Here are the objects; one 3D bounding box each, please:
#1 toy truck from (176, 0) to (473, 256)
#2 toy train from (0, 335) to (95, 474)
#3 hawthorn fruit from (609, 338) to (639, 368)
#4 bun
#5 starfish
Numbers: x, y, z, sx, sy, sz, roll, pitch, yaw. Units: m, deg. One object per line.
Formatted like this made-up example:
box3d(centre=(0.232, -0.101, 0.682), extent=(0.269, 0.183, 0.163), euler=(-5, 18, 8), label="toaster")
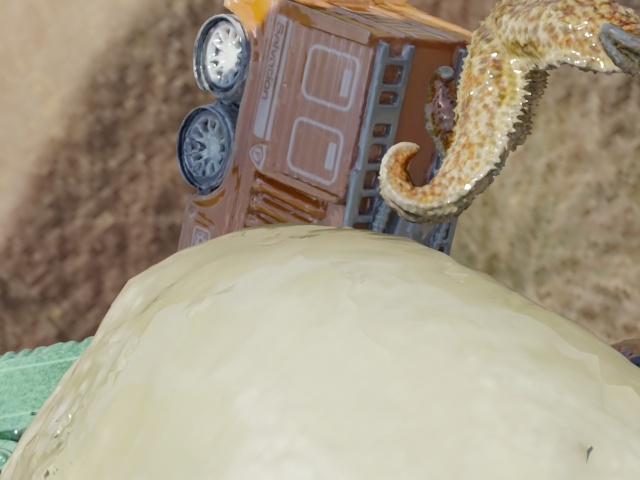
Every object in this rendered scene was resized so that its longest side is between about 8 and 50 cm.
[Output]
box3d(centre=(0.000, 0.000, 1.528), extent=(0.207, 0.173, 0.387), euler=(27, 111, 47), label="toy truck")
box3d(centre=(-0.067, 0.078, 0.735), extent=(0.172, 0.070, 0.099), euler=(-10, 48, 16), label="toy train")
box3d(centre=(0.267, 0.167, 1.525), extent=(0.169, 0.188, 0.169), euler=(-46, 17, 19), label="hawthorn fruit")
box3d(centre=(0.033, 0.155, 0.521), extent=(0.234, 0.362, 0.326), euler=(-36, 56, -10), label="bun")
box3d(centre=(0.144, -0.148, 1.278), extent=(0.303, 0.113, 0.312), euler=(-61, 8, 12), label="starfish")
